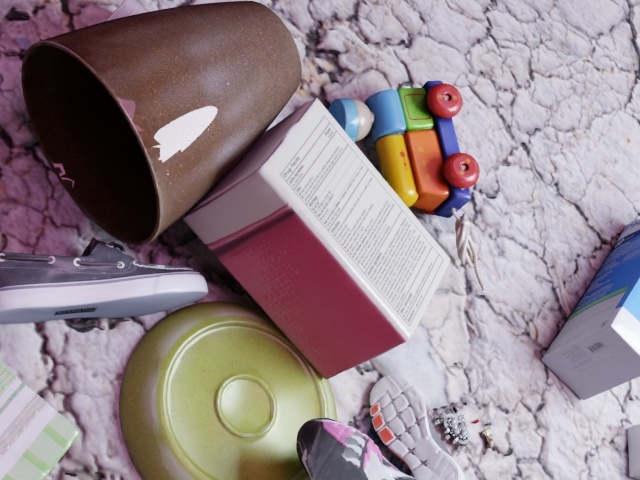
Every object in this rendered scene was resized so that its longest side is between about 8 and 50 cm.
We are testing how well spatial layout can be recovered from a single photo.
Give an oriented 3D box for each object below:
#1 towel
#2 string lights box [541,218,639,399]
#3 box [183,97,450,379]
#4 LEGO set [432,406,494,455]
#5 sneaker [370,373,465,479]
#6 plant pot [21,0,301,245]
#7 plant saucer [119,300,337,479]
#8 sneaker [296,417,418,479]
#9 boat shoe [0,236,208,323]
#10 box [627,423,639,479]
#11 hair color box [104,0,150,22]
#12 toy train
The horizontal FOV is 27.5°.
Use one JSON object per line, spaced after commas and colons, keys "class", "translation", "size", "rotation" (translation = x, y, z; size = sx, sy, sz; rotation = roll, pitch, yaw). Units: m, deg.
{"class": "towel", "translation": [-0.310, 0.169, 1.195], "size": [0.152, 0.023, 0.113], "rotation": [44, 57, -9]}
{"class": "string lights box", "translation": [0.381, 0.060, 1.561], "size": [0.077, 0.133, 0.259], "rotation": [44, 55, -5]}
{"class": "box", "translation": [0.000, 0.000, 1.339], "size": [0.232, 0.127, 0.148], "rotation": [49, 39, -13]}
{"class": "LEGO set", "translation": [0.160, 0.207, 1.439], "size": [0.083, 0.023, 0.054], "rotation": [-7, 73, -31]}
{"class": "sneaker", "translation": [0.102, 0.217, 1.392], "size": [0.061, 0.065, 0.158], "rotation": [-28, 63, 1]}
{"class": "plant pot", "translation": [-0.137, -0.142, 1.292], "size": [0.230, 0.215, 0.215], "rotation": [-33, 87, -30]}
{"class": "plant saucer", "translation": [-0.081, 0.170, 1.311], "size": [0.241, 0.037, 0.240], "rotation": [11, 65, -25]}
{"class": "sneaker", "translation": [0.028, 0.230, 1.307], "size": [0.072, 0.077, 0.178], "rotation": [-52, 127, -11]}
{"class": "boat shoe", "translation": [-0.222, 0.034, 1.271], "size": [0.229, 0.080, 0.076], "rotation": [-5, 73, -23]}
{"class": "box", "translation": [0.518, 0.283, 1.585], "size": [0.324, 0.063, 0.067], "rotation": [16, 64, -23]}
{"class": "hair color box", "translation": [-0.176, -0.189, 1.408], "size": [0.141, 0.043, 0.072], "rotation": [40, 56, -8]}
{"class": "toy train", "translation": [0.098, -0.056, 1.478], "size": [0.143, 0.105, 0.248], "rotation": [-5, 72, -20]}
